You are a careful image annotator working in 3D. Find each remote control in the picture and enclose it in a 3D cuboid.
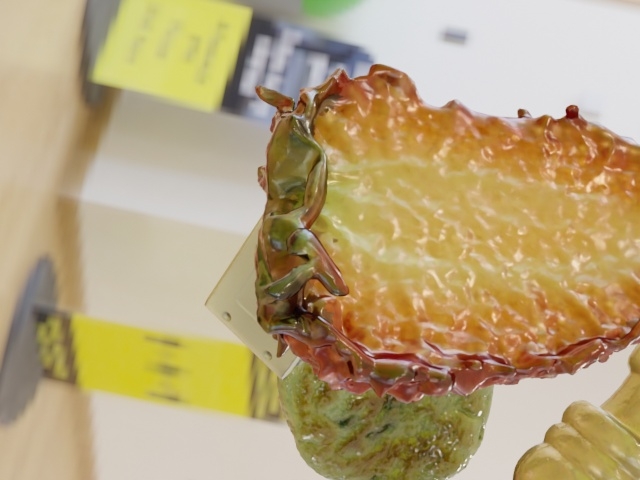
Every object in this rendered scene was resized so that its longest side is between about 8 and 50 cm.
[{"bbox_3d":[0.000,0.000,1.711,0.055,0.103,0.277,-36,166,-47],"label":"remote control"}]

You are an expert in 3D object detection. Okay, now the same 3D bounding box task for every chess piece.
[{"bbox_3d":[0.235,0.171,1.576,0.307,0.139,0.124,-46,139,-3],"label":"chess piece"}]

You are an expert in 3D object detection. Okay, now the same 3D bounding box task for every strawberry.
[{"bbox_3d":[0.062,0.017,0.814,0.087,0.208,0.167,117,-16,-46],"label":"strawberry"}]

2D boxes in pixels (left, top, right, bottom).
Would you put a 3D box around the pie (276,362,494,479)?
[{"bbox_3d":[0.072,0.142,1.919,0.054,0.240,0.240,-124,-140,-62],"label":"pie"}]
